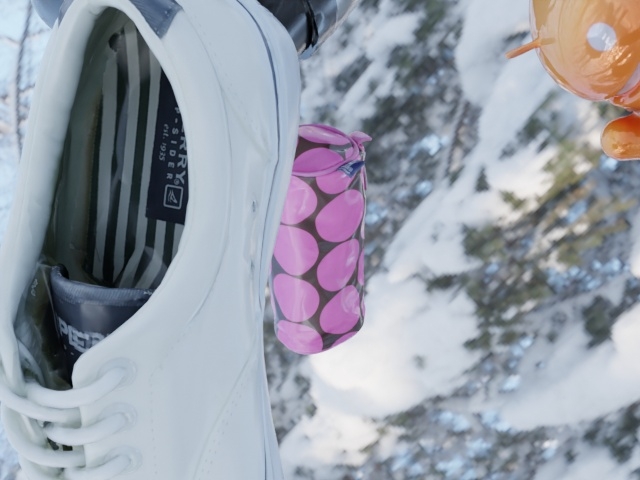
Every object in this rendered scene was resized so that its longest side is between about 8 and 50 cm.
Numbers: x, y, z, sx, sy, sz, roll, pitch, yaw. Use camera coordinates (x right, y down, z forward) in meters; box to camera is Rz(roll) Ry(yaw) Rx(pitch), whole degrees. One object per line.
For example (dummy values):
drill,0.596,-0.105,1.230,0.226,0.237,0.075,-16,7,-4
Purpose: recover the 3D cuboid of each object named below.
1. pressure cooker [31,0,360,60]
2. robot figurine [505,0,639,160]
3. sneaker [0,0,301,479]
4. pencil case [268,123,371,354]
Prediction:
pressure cooker,-0.081,-0.333,0.979,0.375,0.420,0.370,32,168,37
robot figurine,0.222,-0.136,0.737,0.219,0.158,0.128,7,-127,-10
sneaker,-0.064,0.045,0.376,0.091,0.094,0.258,-3,-84,-64
pencil case,0.000,0.000,1.108,0.098,0.209,0.095,-23,-138,-28
